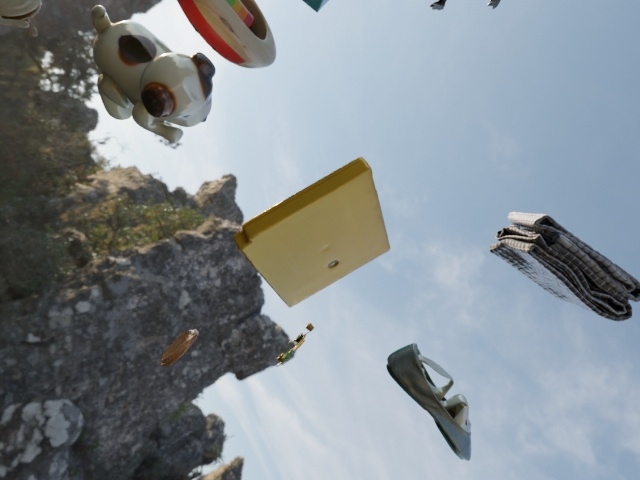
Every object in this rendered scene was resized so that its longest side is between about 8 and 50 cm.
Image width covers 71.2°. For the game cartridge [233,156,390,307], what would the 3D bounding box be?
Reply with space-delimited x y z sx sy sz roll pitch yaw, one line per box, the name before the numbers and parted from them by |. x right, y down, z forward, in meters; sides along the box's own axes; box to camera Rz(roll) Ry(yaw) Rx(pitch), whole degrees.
game cartridge | 0.000 0.000 0.938 0.053 0.285 0.324 59 -3 33

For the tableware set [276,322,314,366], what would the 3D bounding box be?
tableware set | -0.072 0.295 1.286 0.024 0.154 0.104 46 -40 2

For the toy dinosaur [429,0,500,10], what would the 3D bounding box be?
toy dinosaur | 0.319 -0.591 0.956 0.121 0.313 0.160 -6 99 -79

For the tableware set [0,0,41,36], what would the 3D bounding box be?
tableware set | -0.514 -0.361 0.656 0.039 0.194 0.128 125 -34 -64

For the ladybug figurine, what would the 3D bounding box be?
ladybug figurine | -0.327 -0.756 1.486 0.162 0.449 0.305 -21 -134 26

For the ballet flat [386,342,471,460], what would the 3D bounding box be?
ballet flat | 0.183 0.242 0.669 0.213 0.068 0.072 51 11 -10

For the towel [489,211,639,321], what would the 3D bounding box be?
towel | 0.554 0.057 1.042 0.283 0.121 0.235 36 7 0

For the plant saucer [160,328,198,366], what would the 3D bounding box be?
plant saucer | -0.255 0.191 0.804 0.013 0.083 0.083 48 -26 -15

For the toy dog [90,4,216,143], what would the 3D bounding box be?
toy dog | -0.474 -0.491 1.339 0.408 0.284 0.395 34 -31 31

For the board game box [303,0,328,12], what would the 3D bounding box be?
board game box | -0.066 -0.684 0.949 0.336 0.254 0.079 37 -26 -7
